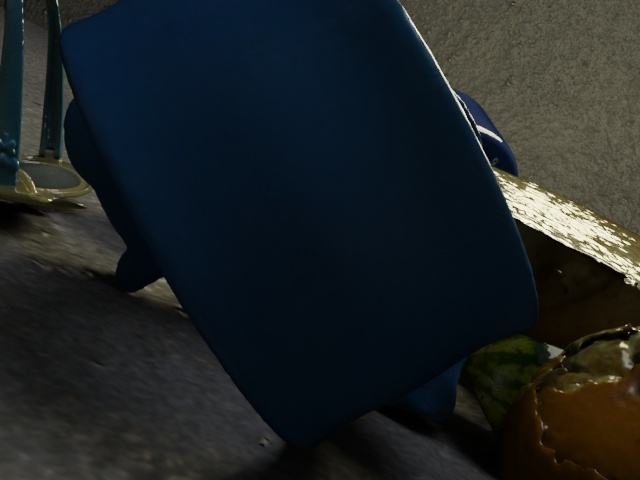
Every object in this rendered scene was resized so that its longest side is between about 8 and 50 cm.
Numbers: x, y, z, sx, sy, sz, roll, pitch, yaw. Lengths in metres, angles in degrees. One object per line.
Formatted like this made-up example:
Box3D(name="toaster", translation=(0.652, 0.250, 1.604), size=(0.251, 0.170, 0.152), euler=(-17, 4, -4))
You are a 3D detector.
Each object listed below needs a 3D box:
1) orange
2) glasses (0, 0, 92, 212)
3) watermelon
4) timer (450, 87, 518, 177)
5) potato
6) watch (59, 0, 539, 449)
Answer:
Box3D(name="orange", translation=(0.168, 0.113, 0.415), size=(0.157, 0.134, 0.156), euler=(-10, 30, 6))
Box3D(name="glasses", translation=(-0.223, -0.124, 0.579), size=(0.088, 0.220, 0.189), euler=(-13, 13, -6))
Box3D(name="watermelon", translation=(0.165, 0.114, 0.530), size=(0.163, 0.069, 0.087), euler=(42, 21, -6))
Box3D(name="timer", translation=(0.198, -0.018, 1.139), size=(0.270, 0.270, 0.383), euler=(21, 23, -33))
Box3D(name="potato", translation=(0.190, 0.034, 0.665), size=(0.299, 0.116, 0.239), euler=(13, 17, -36))
Box3D(name="watch", translation=(0.000, 0.000, 0.439), size=(0.305, 0.241, 0.274), euler=(58, 0, -9))
